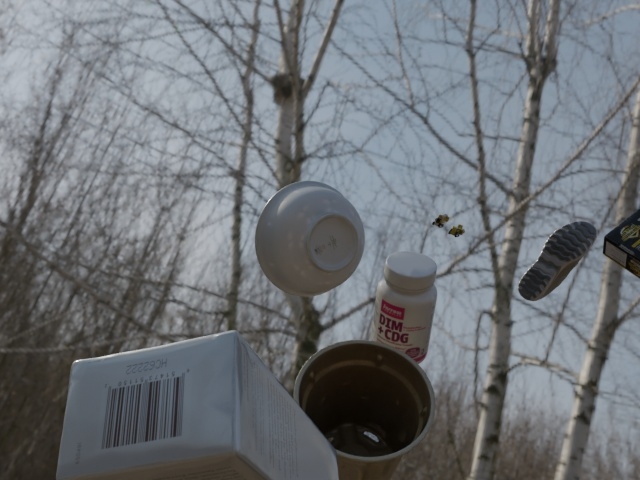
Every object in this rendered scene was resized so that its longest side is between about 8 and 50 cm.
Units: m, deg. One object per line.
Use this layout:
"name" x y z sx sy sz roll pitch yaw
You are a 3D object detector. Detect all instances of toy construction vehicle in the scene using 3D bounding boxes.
"toy construction vehicle" 0.357 -0.043 2.130 0.086 0.035 0.098 27 17 26

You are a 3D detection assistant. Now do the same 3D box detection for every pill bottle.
"pill bottle" 0.224 0.182 2.075 0.160 0.160 0.283 12 -60 14

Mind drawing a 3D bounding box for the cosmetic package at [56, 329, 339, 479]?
"cosmetic package" -0.137 0.308 1.079 0.230 0.161 0.453 -12 -36 11

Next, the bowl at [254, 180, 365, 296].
"bowl" 0.000 0.000 1.908 0.298 0.297 0.134 33 -12 -27

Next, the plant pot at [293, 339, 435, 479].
"plant pot" 0.093 0.470 1.923 0.334 0.334 0.305 15 -44 9

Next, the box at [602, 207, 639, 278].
"box" 0.908 -0.010 1.913 0.257 0.322 0.079 42 -19 41

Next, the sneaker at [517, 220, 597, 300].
"sneaker" 0.675 0.058 2.223 0.105 0.281 0.115 48 9 26

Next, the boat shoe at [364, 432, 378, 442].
"boat shoe" 0.163 0.603 2.217 0.076 0.226 0.083 -29 -40 32
